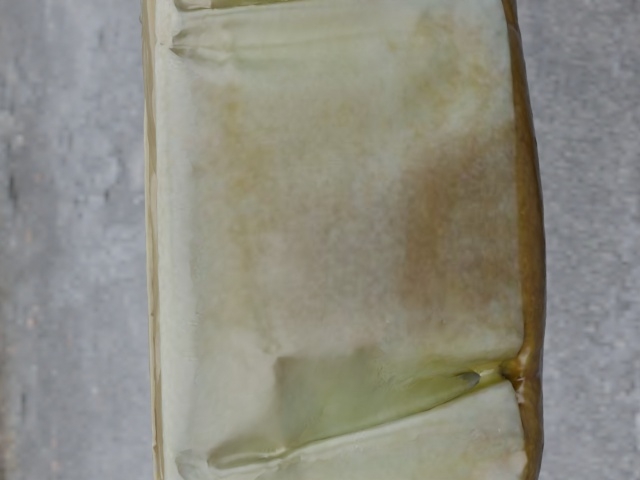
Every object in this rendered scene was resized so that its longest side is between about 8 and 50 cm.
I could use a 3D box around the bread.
[{"bbox_3d":[0.001,0.002,0.480,0.192,0.109,0.210,133,136,-78],"label":"bread"}]
